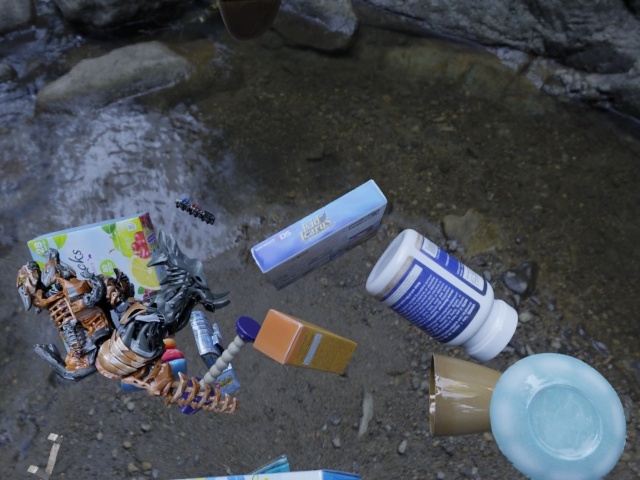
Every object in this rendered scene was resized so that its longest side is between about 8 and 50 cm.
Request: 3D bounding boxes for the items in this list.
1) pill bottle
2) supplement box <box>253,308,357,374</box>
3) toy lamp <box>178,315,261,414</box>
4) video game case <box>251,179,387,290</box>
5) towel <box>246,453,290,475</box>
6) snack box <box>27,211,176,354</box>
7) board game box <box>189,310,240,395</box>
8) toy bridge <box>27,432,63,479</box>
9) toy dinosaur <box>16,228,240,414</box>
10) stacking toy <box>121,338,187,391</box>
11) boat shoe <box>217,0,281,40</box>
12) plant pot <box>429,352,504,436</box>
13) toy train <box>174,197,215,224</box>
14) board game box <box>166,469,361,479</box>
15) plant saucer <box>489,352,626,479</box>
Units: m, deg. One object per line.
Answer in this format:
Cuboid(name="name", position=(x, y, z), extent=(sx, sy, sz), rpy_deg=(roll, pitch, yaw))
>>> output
Cuboid(name="pill bottle", position=(0.234, 0.109, 0.927), extent=(0.265, 0.153, 0.153), rpy_deg=(35, 62, -1))
Cuboid(name="supplement box", position=(-0.020, 0.195, 0.891), extent=(0.078, 0.233, 0.080), rpy_deg=(20, 84, 34))
Cuboid(name="toy lamp", position=(-0.238, 0.295, 1.102), extent=(0.080, 0.080, 0.274), rpy_deg=(43, 107, 21))
Cuboid(name="video game case", position=(0.000, 0.000, 1.003), extent=(0.270, 0.244, 0.061), rpy_deg=(-30, 76, -6))
Cuboid(name="towel", position=(-0.201, 0.712, 1.117), extent=(0.370, 0.040, 0.271), rpy_deg=(-13, 90, -36))
Cuboid(name="snack box", position=(-0.343, 0.074, 0.779), extent=(0.175, 0.070, 0.207), rpy_deg=(-12, 102, -3))
Cuboid(name="board game box", position=(-0.284, 0.312, 1.307), extent=(0.060, 0.194, 0.194), rpy_deg=(-24, 49, -11))
Cuboid(name="toy bridge", position=(-0.699, 0.579, 1.189), extent=(0.026, 0.063, 0.188), rpy_deg=(6, 48, 17))
Cuboid(name="toy dinosaur", position=(-0.246, 0.118, 0.657), extent=(0.322, 0.164, 0.218), rpy_deg=(47, 69, -18))
Cuboid(name="stacking toy", position=(-0.470, 0.238, 1.285), extent=(0.166, 0.175, 0.301), rpy_deg=(-12, 70, -19))
Cuboid(name="boat shoe", position=(-0.138, -0.498, 0.750), extent=(0.123, 0.341, 0.123), rpy_deg=(-24, 52, -17))
Cuboid(name="plant pot", position=(0.452, 0.457, 1.393), extent=(0.255, 0.237, 0.237), rpy_deg=(1, 58, 8))
Cuboid(name="toy train", position=(-0.360, -0.086, 1.386), extent=(0.027, 0.158, 0.036), rpy_deg=(14, 79, 33))
Cuboid(name="board game box", position=(-0.111, 0.372, 0.406), extent=(0.302, 0.086, 0.308), rpy_deg=(-16, 56, 22))
Cuboid(name="plant saucer", position=(0.354, 0.265, 0.706), extent=(0.195, 0.037, 0.194), rpy_deg=(-2, 74, 7))
